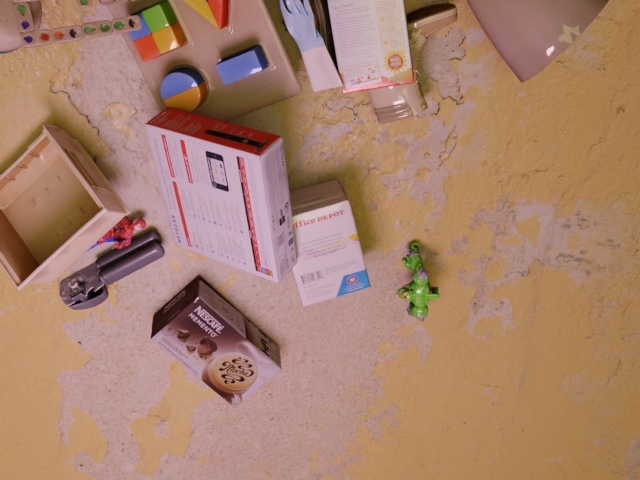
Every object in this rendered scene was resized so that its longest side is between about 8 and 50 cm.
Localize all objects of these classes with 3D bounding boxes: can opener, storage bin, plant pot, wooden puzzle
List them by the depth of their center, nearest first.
[{"bbox_3d":[-0.249,-0.403,1.576,0.322,0.080,0.348,-17,117,19],"label":"wooden puzzle"},{"bbox_3d":[0.423,-0.524,1.599,0.274,0.256,0.256,41,103,-5],"label":"plant pot"},{"bbox_3d":[-0.599,-0.077,1.635,0.262,0.123,0.260,-41,79,10],"label":"storage bin"},{"bbox_3d":[-0.497,0.078,1.815,0.283,0.076,0.095,-27,146,4],"label":"can opener"}]

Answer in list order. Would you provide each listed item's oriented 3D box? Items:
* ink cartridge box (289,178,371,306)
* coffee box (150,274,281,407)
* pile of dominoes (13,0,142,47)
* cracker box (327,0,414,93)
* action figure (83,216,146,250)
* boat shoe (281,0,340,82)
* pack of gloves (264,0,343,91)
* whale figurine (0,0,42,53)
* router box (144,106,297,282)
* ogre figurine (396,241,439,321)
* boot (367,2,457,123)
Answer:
[{"bbox_3d":[0.000,0.000,1.785,0.171,0.168,0.233,-15,114,-2],"label":"ink cartridge box"},{"bbox_3d":[-0.259,0.255,1.885,0.168,0.119,0.297,-40,113,11],"label":"coffee box"},{"bbox_3d":[-0.477,-0.496,1.472,0.251,0.040,0.196,-14,93,-15],"label":"pile of dominoes"},{"bbox_3d":[0.106,-0.439,1.583,0.155,0.067,0.232,-6,112,10],"label":"cracker box"},{"bbox_3d":[-0.541,-0.003,1.722,0.280,0.139,0.092,-17,90,-4],"label":"action figure"},{"bbox_3d":[-0.025,-0.480,1.619,0.104,0.111,0.307,-3,112,19],"label":"boat shoe"},{"bbox_3d":[-0.077,-0.412,1.599,0.195,0.046,0.232,0,124,42],"label":"pack of gloves"},{"bbox_3d":[-0.680,-0.498,1.481,0.141,0.216,0.272,-10,120,40],"label":"whale figurine"},{"bbox_3d":[-0.209,-0.097,1.625,0.301,0.082,0.335,19,135,26],"label":"router box"},{"bbox_3d":[0.244,0.115,1.898,0.096,0.118,0.197,13,110,-13],"label":"ogre figurine"},{"bbox_3d":[0.210,-0.392,1.682,0.262,0.095,0.203,-25,113,10],"label":"boot"}]
